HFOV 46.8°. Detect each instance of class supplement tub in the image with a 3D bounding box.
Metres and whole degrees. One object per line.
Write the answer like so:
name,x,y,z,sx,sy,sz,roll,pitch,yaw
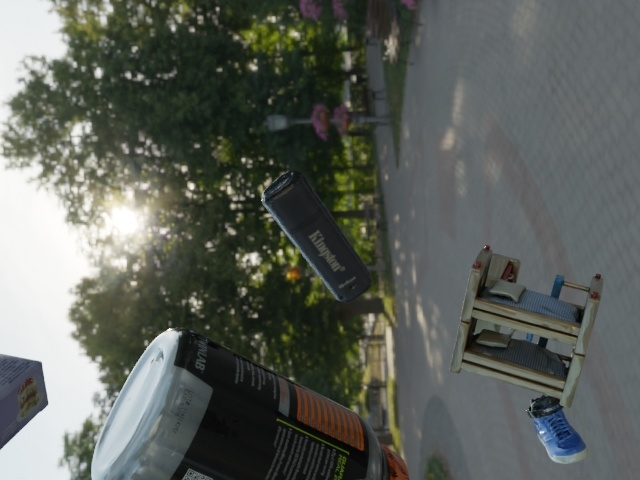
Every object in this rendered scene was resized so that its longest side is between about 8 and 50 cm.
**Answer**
supplement tub,-0.069,0.243,0.816,0.193,0.316,0.193,-50,21,26

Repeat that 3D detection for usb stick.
usb stick,0.000,0.000,1.193,0.278,0.077,0.045,54,175,-38

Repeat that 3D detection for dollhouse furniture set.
dollhouse furniture set,0.237,0.068,0.828,0.184,0.129,0.129,-40,-39,-60

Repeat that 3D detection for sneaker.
sneaker,0.376,0.296,1.189,0.152,0.058,0.084,-83,-27,-85

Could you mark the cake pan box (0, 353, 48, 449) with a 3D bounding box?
cake pan box,-0.465,0.195,0.766,0.267,0.246,0.070,-55,-30,-65
